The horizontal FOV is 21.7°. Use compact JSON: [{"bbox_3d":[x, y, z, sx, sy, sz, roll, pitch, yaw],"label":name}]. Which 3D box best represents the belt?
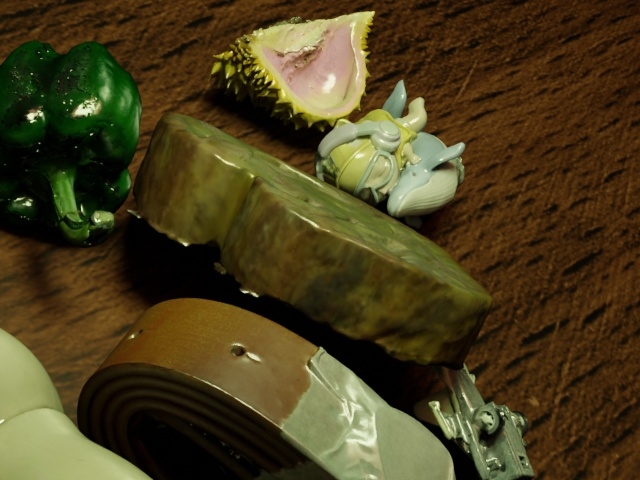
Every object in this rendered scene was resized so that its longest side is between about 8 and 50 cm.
[{"bbox_3d":[-0.043,0.193,1.455,0.339,0.217,0.122,35,39,1],"label":"belt"}]

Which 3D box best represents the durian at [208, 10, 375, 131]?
[{"bbox_3d":[-0.030,-0.204,1.954,0.165,0.132,0.182,12,31,14],"label":"durian"}]

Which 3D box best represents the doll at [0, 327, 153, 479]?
[{"bbox_3d":[-0.242,0.217,1.309,0.215,0.226,0.370,-40,63,-19],"label":"doll"}]

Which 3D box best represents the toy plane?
[{"bbox_3d":[0.184,0.230,1.680,0.192,0.088,0.262,17,37,-59],"label":"toy plane"}]

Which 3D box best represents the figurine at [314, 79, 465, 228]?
[{"bbox_3d":[0.079,-0.095,1.935,0.184,0.128,0.208,14,33,-18],"label":"figurine"}]

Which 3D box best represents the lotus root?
[{"bbox_3d":[0.000,0.000,1.697,0.390,0.111,0.375,31,8,25],"label":"lotus root"}]

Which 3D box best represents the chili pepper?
[{"bbox_3d":[-0.259,-0.086,1.645,0.165,0.174,0.261,16,37,-17],"label":"chili pepper"}]
